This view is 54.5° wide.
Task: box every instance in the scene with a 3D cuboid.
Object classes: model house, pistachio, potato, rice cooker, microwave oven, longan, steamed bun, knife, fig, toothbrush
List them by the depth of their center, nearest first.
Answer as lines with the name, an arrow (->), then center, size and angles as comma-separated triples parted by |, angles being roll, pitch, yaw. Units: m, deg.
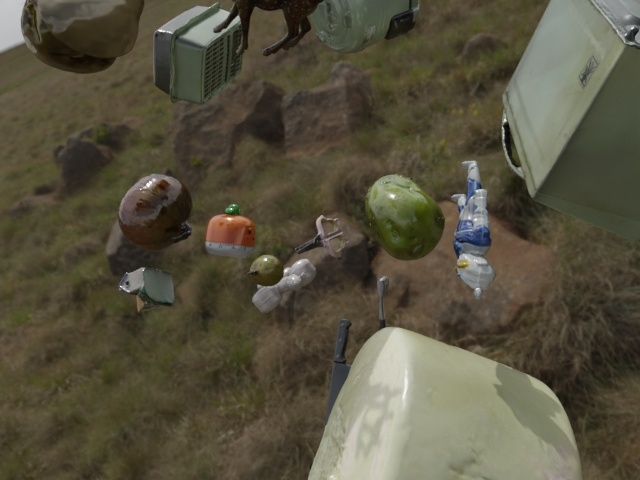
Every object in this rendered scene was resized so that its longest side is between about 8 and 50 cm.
pistachio -> -0.247, -0.234, 0.651 | 0.113, 0.113, 0.149 | -14, 21, 21
steamed bun -> 0.189, 0.367, 0.910 | 0.290, 0.372, 0.455 | 122, 166, -58
microwave oven -> 0.509, -0.245, 1.092 | 0.247, 0.333, 0.394 | 16, 38, -6
potato -> 0.171, -0.048, 1.309 | 0.148, 0.186, 0.253 | -47, -7, 8
longan -> -0.118, 0.065, 1.310 | 0.083, 0.075, 0.075 | -7, 8, -43
knife -> 0.055, 0.288, 1.312 | 0.072, 0.245, 0.019 | 3, -10, 23
model house -> -0.418, 0.120, 1.470 | 0.100, 0.101, 0.087 | -18, 69, 24
rice cooker -> 0.108, -0.571, 1.473 | 0.244, 0.225, 0.226 | -26, 23, -26
toothbrush -> 0.154, 0.210, 1.543 | 0.024, 0.288, 0.026 | 20, 38, 34
fig -> -0.479, -0.077, 1.839 | 0.215, 0.234, 0.235 | 7, 25, -6

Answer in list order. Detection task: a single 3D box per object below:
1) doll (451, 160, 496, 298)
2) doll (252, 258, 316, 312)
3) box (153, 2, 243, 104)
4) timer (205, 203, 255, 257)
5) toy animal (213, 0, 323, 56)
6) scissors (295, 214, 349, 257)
doll -> 0.228, -0.013, 0.942 | 0.057, 0.114, 0.227 | 6, 51, -6
doll -> -0.083, 0.101, 1.461 | 0.160, 0.059, 0.161 | -36, 10, 9
box -> -0.339, -0.529, 1.754 | 0.166, 0.220, 0.290 | 21, 41, 8
timer -> -0.205, -0.022, 1.435 | 0.136, 0.136, 0.099 | -12, -15, 25
toy animal -> -0.105, -0.429, 1.031 | 0.244, 0.260, 0.087 | -5, 58, -25
scissors -> 0.000, 0.000, 2.118 | 0.024, 0.160, 0.318 | -25, -1, 34
